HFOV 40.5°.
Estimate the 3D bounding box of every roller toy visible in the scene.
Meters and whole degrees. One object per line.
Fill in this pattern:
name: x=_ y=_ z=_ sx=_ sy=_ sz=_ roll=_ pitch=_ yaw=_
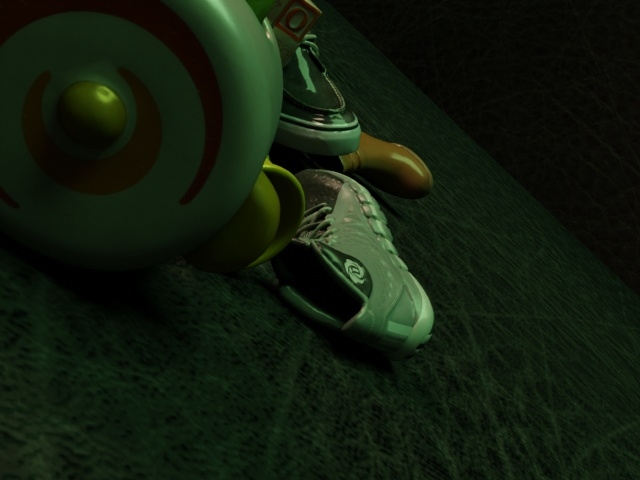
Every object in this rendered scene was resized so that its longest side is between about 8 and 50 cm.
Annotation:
roller toy: x=-0.120 y=-0.083 z=0.516 sx=0.191 sy=0.209 sz=0.146 roll=-1 pitch=19 yaw=2

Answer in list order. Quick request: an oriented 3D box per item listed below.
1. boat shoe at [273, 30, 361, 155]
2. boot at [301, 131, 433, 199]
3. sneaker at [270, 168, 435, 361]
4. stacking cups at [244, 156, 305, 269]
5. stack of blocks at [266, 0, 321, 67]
boat shoe: x=-0.056 y=-0.220 z=1.096 sx=0.121 sy=0.119 sz=0.335 roll=-8 pitch=36 yaw=-33
boot: x=0.054 y=-0.106 z=1.173 sx=0.197 sy=0.073 sz=0.152 roll=31 pitch=18 yaw=8
sneaker: x=0.000 y=0.000 z=0.744 sx=0.132 sy=0.086 sz=0.228 roll=19 pitch=27 yaw=-45
stacking cups: x=-0.127 y=-0.103 z=0.743 sx=0.096 sy=0.096 sz=0.316 roll=23 pitch=20 yaw=-45
stack of blocks: x=-0.167 y=-0.268 z=0.938 sx=0.297 sy=0.171 sz=0.087 roll=26 pitch=21 yaw=-38
